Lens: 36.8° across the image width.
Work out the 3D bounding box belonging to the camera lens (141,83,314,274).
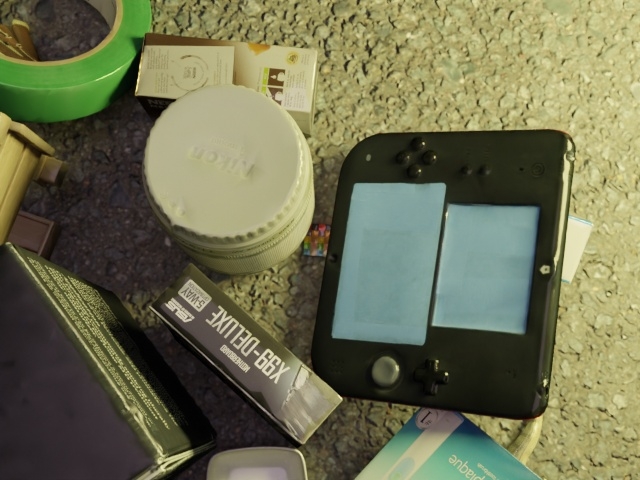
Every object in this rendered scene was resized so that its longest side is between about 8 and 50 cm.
[{"bbox_3d":[-0.119,-0.076,1.307,0.220,0.274,0.219,0,80,0],"label":"camera lens"}]

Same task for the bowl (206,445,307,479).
[{"bbox_3d":[-0.087,0.359,1.344,0.142,0.053,0.142,-3,81,0],"label":"bowl"}]

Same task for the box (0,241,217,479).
[{"bbox_3d":[-0.413,0.281,1.147,0.480,0.472,0.297,-36,81,-6],"label":"box"}]

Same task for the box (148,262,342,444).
[{"bbox_3d":[-0.092,0.162,1.251,0.242,0.307,0.076,41,79,6],"label":"box"}]

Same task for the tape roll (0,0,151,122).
[{"bbox_3d":[-0.409,-0.316,1.384,0.321,0.077,0.321,8,56,-12],"label":"tape roll"}]

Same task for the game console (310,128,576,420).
[{"bbox_3d":[0.160,0.035,1.312,0.342,0.060,0.386,1,76,34],"label":"game console"}]

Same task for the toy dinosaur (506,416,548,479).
[{"bbox_3d":[0.266,0.352,1.343,0.118,0.064,0.268,39,79,13],"label":"toy dinosaur"}]

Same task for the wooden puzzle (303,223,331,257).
[{"bbox_3d":[0.000,0.000,1.430,0.083,0.006,0.049,4,80,1],"label":"wooden puzzle"}]

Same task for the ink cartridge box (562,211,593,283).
[{"bbox_3d":[0.318,-0.005,1.368,0.092,0.143,0.089,19,98,3],"label":"ink cartridge box"}]

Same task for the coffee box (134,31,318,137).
[{"bbox_3d":[-0.130,-0.223,1.401,0.247,0.141,0.098,6,80,1],"label":"coffee box"}]

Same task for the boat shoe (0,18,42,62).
[{"bbox_3d":[-0.466,-0.289,1.440,0.258,0.095,0.095,29,76,5],"label":"boat shoe"}]

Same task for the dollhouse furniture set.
[{"bbox_3d":[-0.490,-0.014,1.258,0.174,0.355,0.303,18,81,4],"label":"dollhouse furniture set"}]

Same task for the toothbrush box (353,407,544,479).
[{"bbox_3d":[0.140,0.383,1.251,0.295,0.126,0.216,-46,43,-6],"label":"toothbrush box"}]
